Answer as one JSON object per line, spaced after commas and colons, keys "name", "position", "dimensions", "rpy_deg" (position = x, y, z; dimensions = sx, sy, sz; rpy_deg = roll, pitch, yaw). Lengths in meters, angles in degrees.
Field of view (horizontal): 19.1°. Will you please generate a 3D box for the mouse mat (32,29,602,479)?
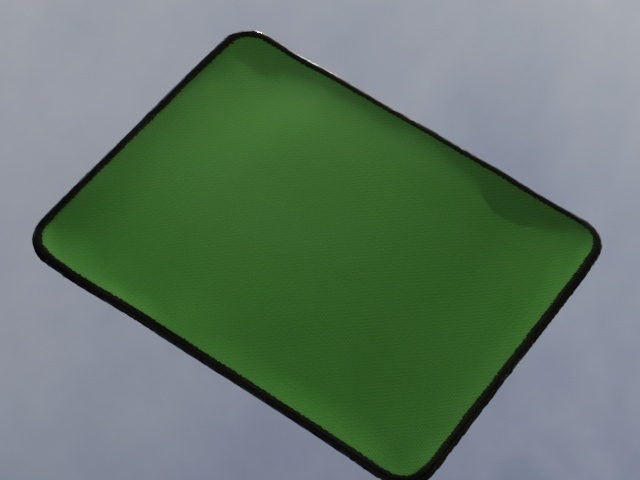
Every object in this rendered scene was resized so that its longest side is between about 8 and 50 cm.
{"name": "mouse mat", "position": [0.000, 0.000, 0.762], "dimensions": [0.189, 0.007, 0.152], "rpy_deg": [31, -123, 17]}
